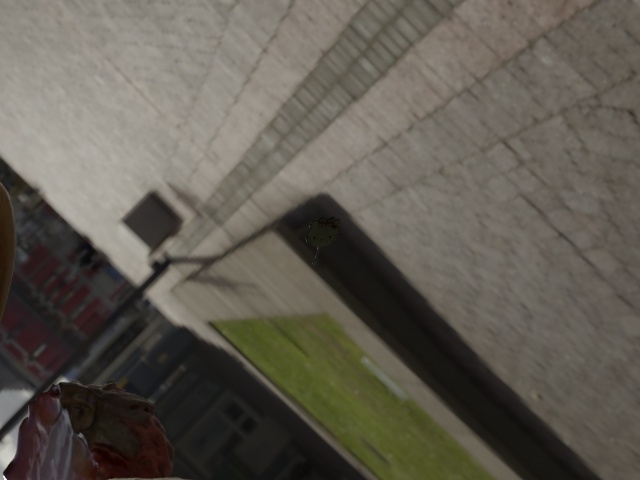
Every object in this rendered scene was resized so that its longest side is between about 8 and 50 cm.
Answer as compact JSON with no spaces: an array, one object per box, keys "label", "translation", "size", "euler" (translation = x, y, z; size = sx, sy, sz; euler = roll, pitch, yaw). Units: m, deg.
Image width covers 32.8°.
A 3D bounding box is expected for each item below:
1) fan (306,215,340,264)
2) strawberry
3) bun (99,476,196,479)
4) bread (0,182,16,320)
[{"label":"fan","translation":[0.000,0.000,1.604],"size":[0.056,0.083,0.004],"euler":[-1,-149,-33]},{"label":"strawberry","translation":[-0.303,0.349,1.411],"size":[0.149,0.336,0.265],"euler":[12,-168,-41]},{"label":"bun","translation":[-0.042,0.265,0.443],"size":[0.364,0.364,0.202],"euler":[40,-157,17]},{"label":"bread","translation":[-0.329,0.018,0.967],"size":[0.077,0.114,0.189],"euler":[30,124,25]}]
